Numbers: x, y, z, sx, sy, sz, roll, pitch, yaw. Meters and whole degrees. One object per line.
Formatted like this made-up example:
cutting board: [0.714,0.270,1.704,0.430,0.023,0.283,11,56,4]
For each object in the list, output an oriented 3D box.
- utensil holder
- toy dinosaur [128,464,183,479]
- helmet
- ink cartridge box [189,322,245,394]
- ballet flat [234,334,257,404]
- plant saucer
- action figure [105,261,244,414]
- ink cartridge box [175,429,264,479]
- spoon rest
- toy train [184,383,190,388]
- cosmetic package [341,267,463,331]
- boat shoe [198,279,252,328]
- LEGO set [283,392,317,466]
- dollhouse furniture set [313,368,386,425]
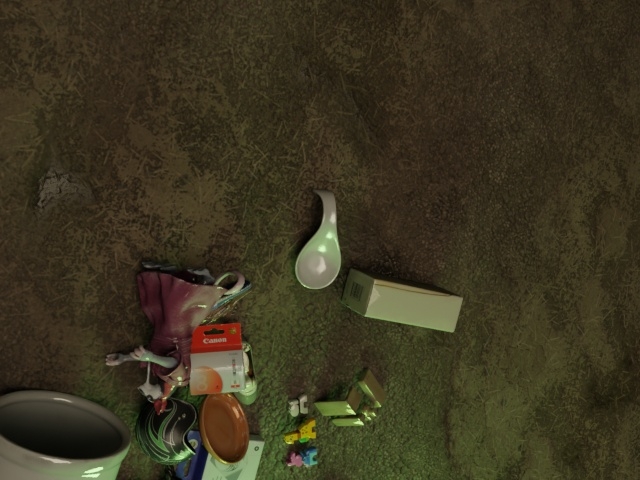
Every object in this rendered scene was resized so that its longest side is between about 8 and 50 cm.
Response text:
utensil holder: [-0.654,0.589,1.485,0.327,0.327,0.386,19,95,-26]
toy dinosaur: [-0.461,0.722,1.718,0.218,0.164,0.322,-36,131,3]
helmet: [-0.389,0.486,1.667,0.169,0.169,0.162,25,72,-26]
ink cartridge box: [-0.273,0.312,1.701,0.145,0.045,0.180,-4,106,-5]
ballet flat: [-0.210,0.363,1.775,0.072,0.068,0.213,-14,106,-21]
plant saucer: [-0.262,0.498,1.732,0.037,0.200,0.200,-23,114,22]
action figure: [-0.366,0.242,1.612,0.275,0.248,0.371,2,93,-34]
ink cartridge box: [-0.287,0.645,1.809,0.223,0.045,0.224,12,96,-25]
spoon rest: [0.000,0.000,1.788,0.137,0.084,0.277,2,99,-24]
toy train: [-0.356,0.316,1.723,0.036,0.027,0.159,-12,105,-25]
cosmetic package: [0.236,0.173,1.886,0.309,0.160,0.113,12,95,-26]
boat shoe: [-0.257,0.170,1.723,0.183,0.066,0.066,-28,115,-6]
LEGO set: [-0.068,0.569,1.869,0.093,0.087,0.227,-7,102,-23]
dollhouse furniture set: [0.092,0.477,1.955,0.144,0.123,0.151,57,42,-22]
